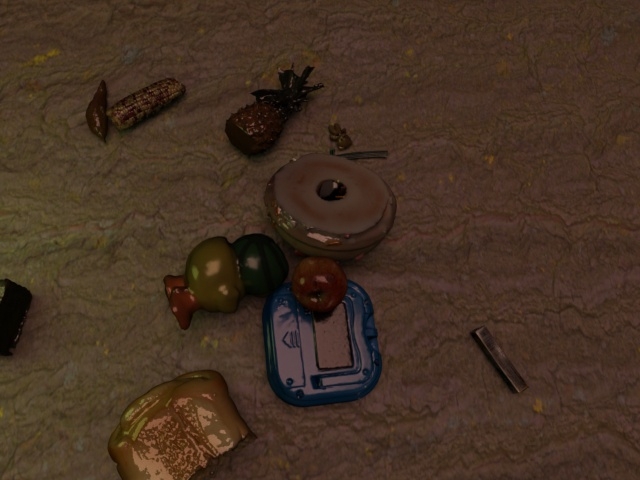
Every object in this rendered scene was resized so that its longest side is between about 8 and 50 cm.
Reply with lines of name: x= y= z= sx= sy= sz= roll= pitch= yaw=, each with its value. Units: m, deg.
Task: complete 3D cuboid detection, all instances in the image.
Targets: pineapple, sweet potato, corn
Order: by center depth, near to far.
sweet potato: x=-0.680 y=-0.402 z=1.641 sx=0.068 sy=0.068 sz=0.226 roll=-5 pitch=70 yaw=-9
corn: x=-0.533 y=-0.427 z=1.658 sx=0.253 sy=0.086 sz=0.086 roll=-36 pitch=78 yaw=-18
pineapple: x=-0.141 y=-0.417 z=1.680 sx=0.165 sy=0.165 sz=0.364 roll=34 pitch=62 yaw=6

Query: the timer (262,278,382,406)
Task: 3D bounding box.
timer: x=0.003 y=0.267 z=1.460 sx=0.309 sy=0.115 sz=0.340 roll=-4 pitch=70 yaw=-11

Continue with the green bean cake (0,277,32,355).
green bean cake: x=-0.824 y=0.191 z=1.358 sx=0.094 sy=0.173 sz=0.181 roll=10 pitch=72 yaw=-5

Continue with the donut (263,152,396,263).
donut: x=0.024 y=-0.093 z=1.522 sx=0.383 sy=0.142 sz=0.382 roll=7 pitch=45 yaw=-7

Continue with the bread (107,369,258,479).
bread: x=-0.342 y=0.472 z=1.304 sx=0.316 sy=0.211 sz=0.270 roll=-31 pitch=69 yaw=-24

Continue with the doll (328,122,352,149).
doll: x=0.060 y=-0.333 z=1.725 sx=0.061 sy=0.051 sz=0.093 roll=-26 pitch=46 yaw=-14

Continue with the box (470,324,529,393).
box: x=0.504 y=0.337 z=1.526 sx=0.041 sy=0.050 sz=0.207 roll=-31 pitch=77 yaw=-13

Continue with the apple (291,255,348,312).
apple: x=-0.004 y=0.109 z=1.389 sx=0.146 sy=0.146 sz=0.131 roll=14 pitch=31 yaw=-1

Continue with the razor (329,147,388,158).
razor: x=0.120 y=-0.269 z=1.703 sx=0.191 sy=0.037 sz=0.068 roll=-8 pitch=114 yaw=-13

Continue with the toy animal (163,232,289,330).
toy animal: x=-0.249 y=0.083 z=1.434 sx=0.338 sy=0.216 sz=0.191 roll=-19 pitch=117 yaw=-19
